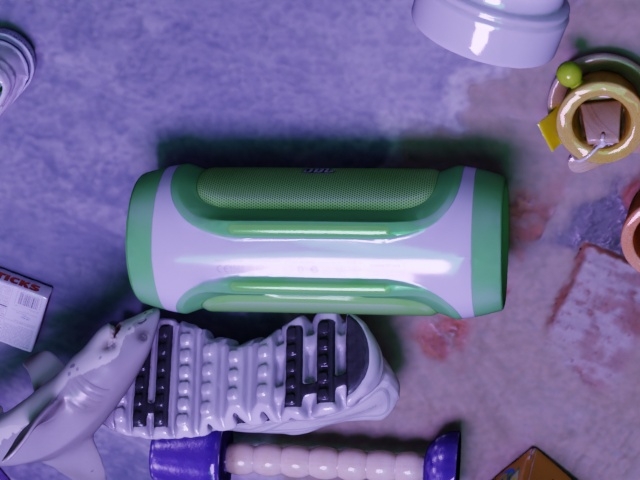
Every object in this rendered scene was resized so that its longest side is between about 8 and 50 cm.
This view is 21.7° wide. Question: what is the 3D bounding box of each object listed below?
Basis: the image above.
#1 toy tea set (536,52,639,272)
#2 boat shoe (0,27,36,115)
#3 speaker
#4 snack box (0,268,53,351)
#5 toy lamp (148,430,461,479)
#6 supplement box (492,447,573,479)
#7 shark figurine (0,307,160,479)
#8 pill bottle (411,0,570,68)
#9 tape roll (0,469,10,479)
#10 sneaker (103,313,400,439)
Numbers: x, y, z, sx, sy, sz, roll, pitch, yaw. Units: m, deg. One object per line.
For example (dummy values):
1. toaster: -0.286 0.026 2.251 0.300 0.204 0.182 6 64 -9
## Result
1. toy tea set: 0.314 -0.012 1.286 0.200 0.124 0.336 -25 112 21
2. boat shoe: -0.329 -0.091 1.382 0.083 0.076 0.226 42 117 -13
3. speaker: 0.000 0.000 1.346 0.297 0.131 0.131 1 119 9
4. snack box: -0.331 0.040 1.486 0.178 0.022 0.064 21 122 -2
5. toy lamp: -0.015 0.199 1.487 0.275 0.080 0.080 3 119 9
6. supplement box: 0.243 0.295 1.483 0.233 0.078 0.080 44 118 -8
7. shark figurine: -0.236 0.170 1.423 0.278 0.166 0.116 -24 118 43
8. pill bottle: 0.151 -0.264 1.161 0.152 0.152 0.272 17 120 0
9. tape roll: -0.351 0.310 1.493 0.090 0.275 0.274 -27 111 21
10. sneaker: -0.070 0.129 1.446 0.292 0.110 0.118 -3 160 25
